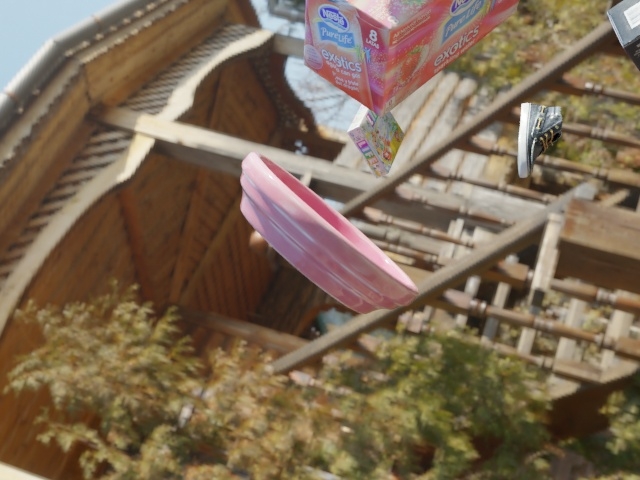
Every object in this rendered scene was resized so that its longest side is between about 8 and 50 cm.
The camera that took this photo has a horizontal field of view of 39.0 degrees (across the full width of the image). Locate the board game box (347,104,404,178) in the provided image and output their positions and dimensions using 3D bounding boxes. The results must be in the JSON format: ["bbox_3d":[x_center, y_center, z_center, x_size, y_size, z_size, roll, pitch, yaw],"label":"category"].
[{"bbox_3d":[0.103,-0.194,1.638,0.103,0.026,0.154,55,-148,-20],"label":"board game box"}]

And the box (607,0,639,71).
[{"bbox_3d":[0.686,-0.384,1.810,0.207,0.108,0.153,43,-150,-29],"label":"box"}]

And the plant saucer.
[{"bbox_3d":[0.000,0.000,1.363,0.084,0.332,0.332,-50,-12,6],"label":"plant saucer"}]

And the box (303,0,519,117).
[{"bbox_3d":[0.130,-0.320,1.172,0.300,0.142,0.154,-40,-26,-27],"label":"box"}]

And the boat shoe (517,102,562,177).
[{"bbox_3d":[0.432,-0.200,1.771,0.065,0.083,0.183,75,-158,-53],"label":"boat shoe"}]
